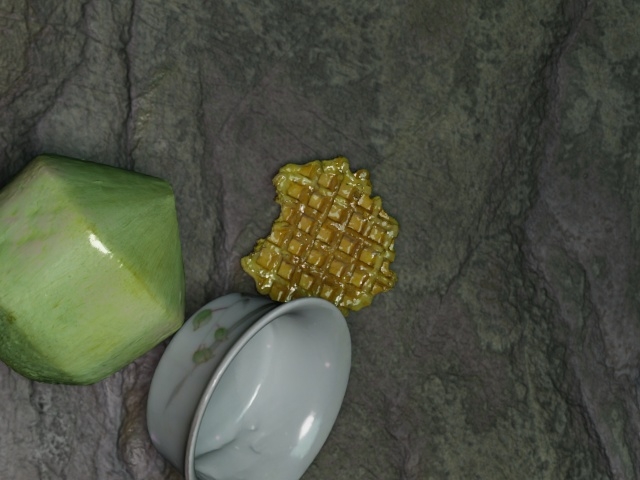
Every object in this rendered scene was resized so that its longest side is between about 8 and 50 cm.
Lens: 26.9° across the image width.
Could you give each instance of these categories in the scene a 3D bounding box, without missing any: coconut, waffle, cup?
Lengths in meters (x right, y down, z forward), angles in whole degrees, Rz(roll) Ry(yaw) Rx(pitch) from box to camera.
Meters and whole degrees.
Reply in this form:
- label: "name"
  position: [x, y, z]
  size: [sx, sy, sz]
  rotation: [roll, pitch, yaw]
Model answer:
- label: "coconut"
  position: [-0.325, 0.030, 1.820]
  size: [0.329, 0.281, 0.328]
  rotation: [-2, 81, 11]
- label: "waffle"
  position: [-0.001, 0.000, 2.097]
  size: [0.291, 0.051, 0.291]
  rotation: [2, 86, -24]
- label: "cup"
  position: [-0.123, 0.213, 1.916]
  size: [0.347, 0.163, 0.347]
  rotation: [-35, 138, -39]
